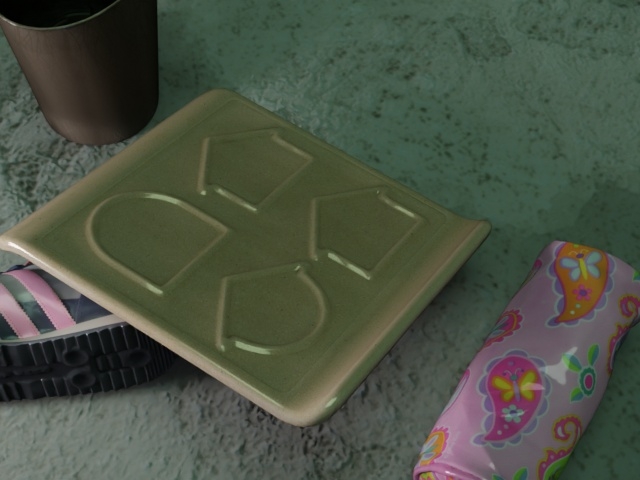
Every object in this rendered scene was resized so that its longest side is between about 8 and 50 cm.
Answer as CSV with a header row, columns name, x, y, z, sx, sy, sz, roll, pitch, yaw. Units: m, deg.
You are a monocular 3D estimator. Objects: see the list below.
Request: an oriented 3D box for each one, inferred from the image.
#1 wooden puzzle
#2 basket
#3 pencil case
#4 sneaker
name,x,y,z,sx,sy,sz,roll,pitch,yaw
wooden puzzle,-0.062,0.010,1.134,0.348,0.080,0.322,26,42,19
basket,-0.236,-0.214,1.245,0.154,0.227,0.204,17,60,9
pencil case,0.193,0.135,1.109,0.124,0.124,0.284,26,62,14
sneaker,-0.295,0.073,1.148,0.319,0.112,0.131,-1,44,-9
